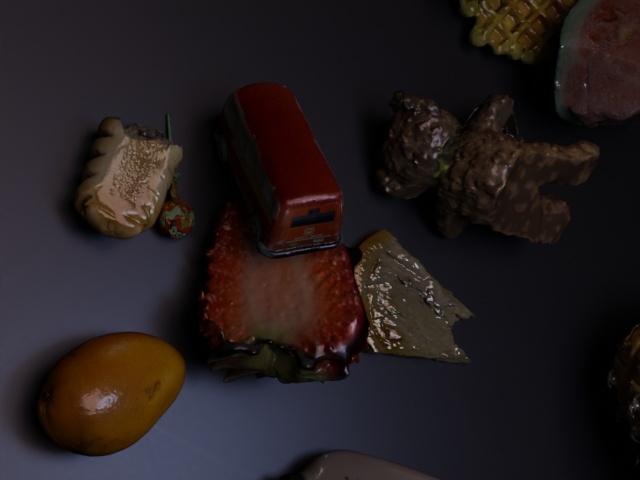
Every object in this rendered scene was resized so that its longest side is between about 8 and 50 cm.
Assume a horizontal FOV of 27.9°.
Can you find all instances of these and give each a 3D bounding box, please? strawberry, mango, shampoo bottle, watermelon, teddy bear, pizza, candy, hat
[{"bbox_3d":[-0.049,0.071,1.781,0.234,0.137,0.306,4,51,-3],"label":"strawberry"},{"bbox_3d":[-0.262,0.191,1.651,0.219,0.112,0.144,-27,94,-44],"label":"mango"},{"bbox_3d":[0.056,0.362,1.819,0.257,0.078,0.127,11,76,-28],"label":"shampoo bottle"},{"bbox_3d":[0.513,-0.321,2.098,0.283,0.293,0.250,-20,91,-43],"label":"watermelon"},{"bbox_3d":[0.247,-0.111,1.981,0.296,0.222,0.246,-1,120,-42],"label":"teddy bear"},{"bbox_3d":[0.139,0.111,1.946,0.262,0.034,0.181,34,64,-21],"label":"pizza"},{"bbox_3d":[-0.204,-0.090,1.784,0.055,0.049,0.184,21,60,-58],"label":"candy"},{"bbox_3d":[0.268,-0.169,2.069,0.121,0.050,0.121,-1,92,-24],"label":"hat"}]

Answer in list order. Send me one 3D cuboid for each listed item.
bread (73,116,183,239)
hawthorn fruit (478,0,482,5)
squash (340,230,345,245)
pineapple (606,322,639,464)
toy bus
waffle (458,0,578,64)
[{"bbox_3d":[-0.260,-0.086,1.716,0.119,0.084,0.177,29,67,-22],"label":"bread"},{"bbox_3d":[0.303,-0.482,2.031,0.189,0.189,0.251,38,86,-19],"label":"hawthorn fruit"},{"bbox_3d":[0.000,0.000,1.865,0.069,0.069,0.238,-14,87,-32],"label":"squash"},{"bbox_3d":[0.639,0.237,2.038,0.352,0.352,0.300,-4,58,-32],"label":"pineapple"},{"bbox_3d":[-0.058,-0.107,1.761,0.121,0.119,0.265,-10,52,-20],"label":"toy bus"},{"bbox_3d":[0.334,-0.445,2.163,0.307,0.060,0.311,-7,87,-32],"label":"waffle"}]
